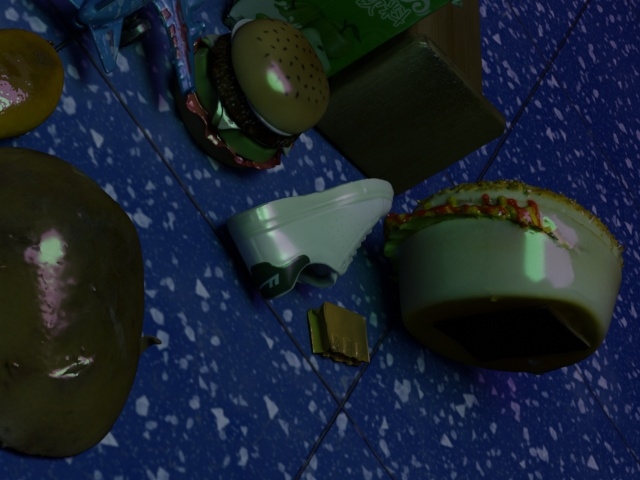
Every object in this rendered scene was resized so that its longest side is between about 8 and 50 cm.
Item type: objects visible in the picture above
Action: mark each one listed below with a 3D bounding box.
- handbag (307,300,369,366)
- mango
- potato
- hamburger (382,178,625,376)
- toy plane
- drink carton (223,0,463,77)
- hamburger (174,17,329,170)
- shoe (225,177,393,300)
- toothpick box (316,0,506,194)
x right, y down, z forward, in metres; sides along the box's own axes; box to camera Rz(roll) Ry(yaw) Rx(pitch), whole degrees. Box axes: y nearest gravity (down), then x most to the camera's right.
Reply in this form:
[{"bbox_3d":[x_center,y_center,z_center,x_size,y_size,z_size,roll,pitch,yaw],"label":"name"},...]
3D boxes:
[{"bbox_3d":[0.023,0.108,1.649,0.083,0.027,0.061,25,49,-45],"label":"handbag"},{"bbox_3d":[-0.302,-0.142,1.348,0.101,0.066,0.187,56,41,-9],"label":"mango"},{"bbox_3d":[-0.227,0.038,1.290,0.239,0.116,0.299,18,56,-53],"label":"potato"},{"bbox_3d":[0.225,0.037,1.751,0.294,0.276,0.179,36,53,-42],"label":"hamburger"},{"bbox_3d":[-0.188,-0.280,1.551,0.254,0.105,0.271,57,33,-11],"label":"toy plane"},{"bbox_3d":[0.034,-0.307,1.717,0.161,0.271,0.108,41,39,-27],"label":"drink carton"},{"bbox_3d":[-0.068,-0.172,1.614,0.175,0.137,0.175,30,45,-35],"label":"hamburger"},{"bbox_3d":[0.000,0.000,1.640,0.265,0.095,0.110,-12,82,-49],"label":"shoe"},{"bbox_3d":[0.113,-0.252,1.883,0.187,0.190,0.308,39,36,-31],"label":"toothpick box"}]
